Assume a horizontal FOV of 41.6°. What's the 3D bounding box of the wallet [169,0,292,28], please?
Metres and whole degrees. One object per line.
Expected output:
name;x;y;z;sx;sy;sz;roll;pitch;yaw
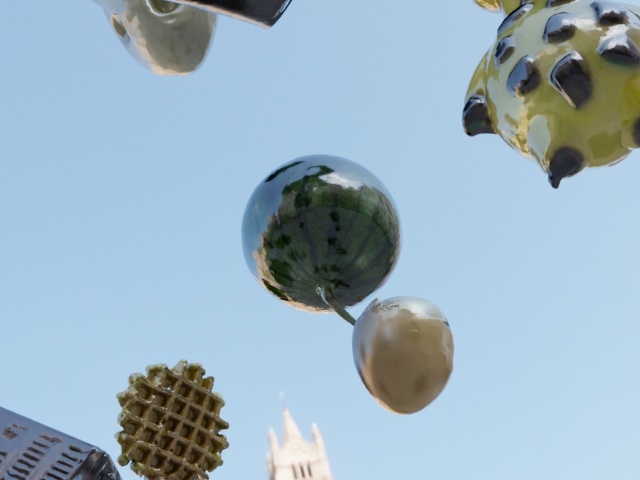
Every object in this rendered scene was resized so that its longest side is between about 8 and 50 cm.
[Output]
wallet;-0.111;-0.290;0.787;0.172;0.045;0.318;-45;-25;29

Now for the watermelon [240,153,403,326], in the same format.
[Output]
watermelon;0.000;0.000;0.969;0.188;0.214;0.188;2;-49;2

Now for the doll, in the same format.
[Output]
doll;0.116;-0.143;0.484;0.117;0.291;0.086;-17;-42;7

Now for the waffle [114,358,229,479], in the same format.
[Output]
waffle;-0.200;0.252;1.160;0.191;0.191;0.038;31;-32;-35

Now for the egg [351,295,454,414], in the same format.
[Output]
egg;0.057;0.078;0.576;0.071;0.083;0.071;-5;-27;-2

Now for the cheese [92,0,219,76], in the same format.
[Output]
cheese;-0.212;-0.442;1.356;0.328;0.351;0.129;-34;-23;-23

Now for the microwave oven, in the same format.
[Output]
microwave oven;-0.298;0.326;0.882;0.188;0.178;0.247;17;-41;25
